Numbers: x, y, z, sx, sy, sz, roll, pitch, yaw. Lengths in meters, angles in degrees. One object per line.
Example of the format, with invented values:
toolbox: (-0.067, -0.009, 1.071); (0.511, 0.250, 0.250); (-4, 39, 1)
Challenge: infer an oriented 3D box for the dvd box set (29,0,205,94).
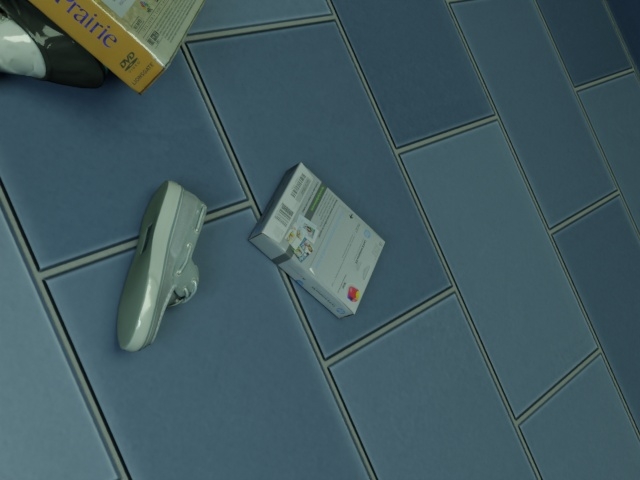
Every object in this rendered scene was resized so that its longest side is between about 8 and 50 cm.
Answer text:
dvd box set: (-0.323, -0.392, 0.971); (0.420, 0.062, 0.307); (40, 29, -22)

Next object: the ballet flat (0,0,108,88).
ballet flat: (-0.378, -0.252, 0.927); (0.280, 0.095, 0.096); (41, 60, -9)

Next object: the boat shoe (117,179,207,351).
boat shoe: (-0.181, 0.034, 0.984); (0.081, 0.079, 0.227); (25, 55, -27)

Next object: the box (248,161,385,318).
box: (0.000, 0.000, 1.183); (0.186, 0.038, 0.145); (41, 51, -20)
